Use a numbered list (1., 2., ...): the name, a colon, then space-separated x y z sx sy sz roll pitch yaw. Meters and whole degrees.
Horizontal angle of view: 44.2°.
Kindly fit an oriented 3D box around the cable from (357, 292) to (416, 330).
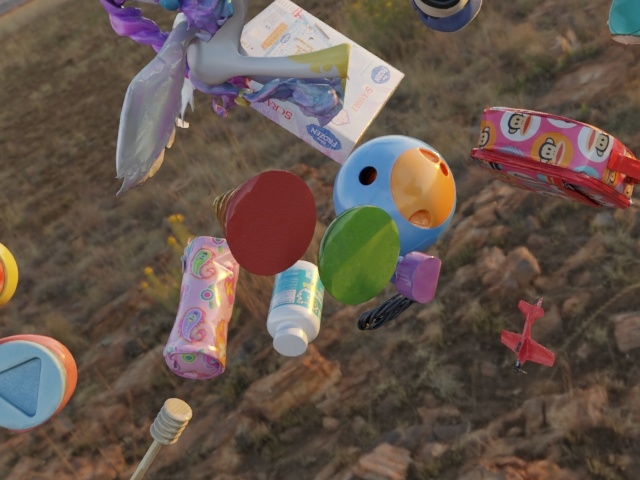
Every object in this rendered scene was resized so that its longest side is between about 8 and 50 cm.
1. cable: 0.160 0.143 1.682 0.184 0.047 0.150 -26 -6 -19

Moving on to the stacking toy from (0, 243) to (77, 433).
1. stacking toy: -0.539 0.178 1.164 0.279 0.309 0.130 -34 4 -2

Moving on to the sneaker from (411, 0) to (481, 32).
1. sneaker: 0.130 -0.443 1.073 0.127 0.316 0.182 -26 3 13

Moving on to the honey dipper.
1. honey dipper: -0.178 0.225 0.799 0.161 0.030 0.030 -57 15 24

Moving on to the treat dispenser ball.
1. treat dispenser ball: 0.173 -0.102 1.849 0.288 0.288 0.288 -21 26 11

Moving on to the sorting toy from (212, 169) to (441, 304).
1. sorting toy: 0.000 0.000 1.008 0.126 0.365 0.127 20 90 49

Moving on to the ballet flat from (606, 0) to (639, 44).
1. ballet flat: 0.560 -0.441 1.083 0.409 0.146 0.147 -62 18 18

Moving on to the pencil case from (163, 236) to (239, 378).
1. pencil case: -0.228 0.124 1.543 0.124 0.124 0.284 -14 51 24

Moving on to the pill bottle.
1. pill bottle: -0.069 0.192 2.194 0.146 0.146 0.264 -16 39 21

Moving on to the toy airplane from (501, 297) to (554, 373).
1. toy airplane: 0.392 0.179 1.494 0.028 0.151 0.151 12 8 -29

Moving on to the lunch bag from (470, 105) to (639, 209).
1. lunch bag: 0.418 -0.134 1.329 0.258 0.120 0.293 18 4 35

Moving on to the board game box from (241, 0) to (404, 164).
1. board game box: -0.021 -0.332 1.589 0.066 0.318 0.319 -58 -1 42

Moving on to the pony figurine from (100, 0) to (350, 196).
1. pony figurine: -0.143 -0.254 1.033 0.363 0.351 0.303 5 34 0
